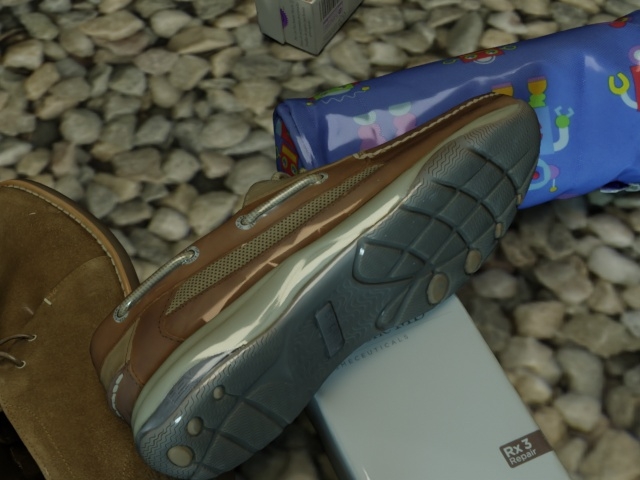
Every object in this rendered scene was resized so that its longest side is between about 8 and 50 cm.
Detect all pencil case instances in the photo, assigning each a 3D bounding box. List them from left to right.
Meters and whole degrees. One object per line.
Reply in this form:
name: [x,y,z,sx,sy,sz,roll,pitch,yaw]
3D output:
pencil case: [0.120,-0.073,0.805,0.306,0.133,0.119,-14,14,-7]

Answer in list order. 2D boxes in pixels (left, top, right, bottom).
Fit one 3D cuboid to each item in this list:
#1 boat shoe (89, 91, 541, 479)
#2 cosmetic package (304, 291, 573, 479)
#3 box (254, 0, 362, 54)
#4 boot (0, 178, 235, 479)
boat shoe: [0.000,0.000,0.668,0.324,0.123,0.116,-36,53,-22]
cosmetic package: [0.080,0.150,0.673,0.117,0.085,0.231,-23,58,-11]
box: [0.054,-0.298,0.995,0.063,0.067,0.324,26,62,20]
boot: [-0.175,0.070,0.708,0.115,0.112,0.305,-6,47,-43]
